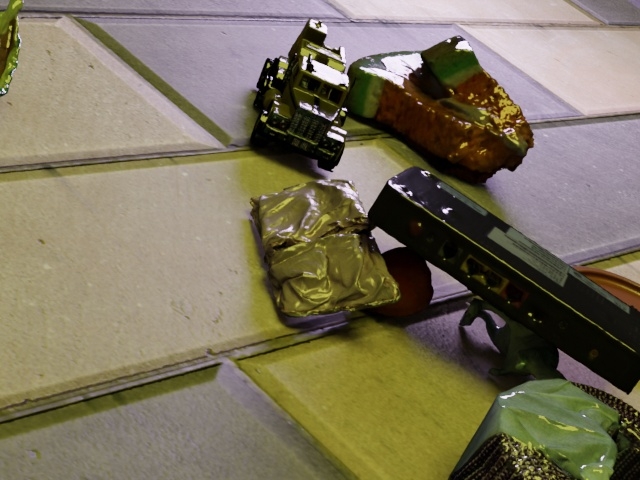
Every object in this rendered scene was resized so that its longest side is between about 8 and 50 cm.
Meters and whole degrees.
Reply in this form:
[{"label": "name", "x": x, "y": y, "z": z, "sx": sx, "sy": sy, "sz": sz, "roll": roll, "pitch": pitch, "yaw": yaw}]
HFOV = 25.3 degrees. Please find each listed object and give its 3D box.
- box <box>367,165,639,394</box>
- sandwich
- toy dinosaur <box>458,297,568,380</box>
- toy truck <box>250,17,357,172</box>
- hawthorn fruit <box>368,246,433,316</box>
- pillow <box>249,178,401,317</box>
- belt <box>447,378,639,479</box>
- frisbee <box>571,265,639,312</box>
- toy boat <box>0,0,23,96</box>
[{"label": "box", "x": 0.223, "y": 0.037, "z": 1.621, "sx": 0.350, "sy": 0.058, "sz": 0.211, "roll": 35, "pitch": 14, "yaw": 6}, {"label": "sandwich", "x": 0.194, "y": -0.212, "z": 2.103, "sx": 0.301, "sy": 0.162, "sz": 0.250, "roll": 38, "pitch": 32, "yaw": 29}, {"label": "toy dinosaur", "x": 0.208, "y": 0.084, "z": 1.664, "sx": 0.129, "sy": 0.076, "sz": 0.383, "roll": 25, "pitch": 28, "yaw": -21}, {"label": "toy truck", "x": -0.014, "y": -0.196, "z": 1.919, "sx": 0.127, "sy": 0.127, "sz": 0.257, "roll": 24, "pitch": 29, "yaw": -10}, {"label": "hawthorn fruit", "x": 0.078, "y": 0.049, "z": 1.606, "sx": 0.093, "sy": 0.081, "sz": 0.081, "roll": -9, "pitch": 33, "yaw": -6}, {"label": "pillow", "x": 0.000, "y": 0.000, "z": 1.590, "sx": 0.135, "sy": 0.049, "sz": 0.248, "roll": -11, "pitch": 33, "yaw": -5}, {"label": "belt", "x": 0.257, "y": 0.247, "z": 1.344, "sx": 0.260, "sy": 0.122, "sz": 0.325, "roll": 35, "pitch": 25, "yaw": 7}, {"label": "frisbee", "x": 0.416, "y": 0.113, "z": 1.866, "sx": 0.251, "sy": 0.021, "sz": 0.251, "roll": 22, "pitch": 27, "yaw": -11}, {"label": "toy boat", "x": -0.393, "y": -0.170, "z": 1.537, "sx": 0.108, "sy": 0.099, "sz": 0.293, "roll": 26, "pitch": 33, "yaw": -2}]
